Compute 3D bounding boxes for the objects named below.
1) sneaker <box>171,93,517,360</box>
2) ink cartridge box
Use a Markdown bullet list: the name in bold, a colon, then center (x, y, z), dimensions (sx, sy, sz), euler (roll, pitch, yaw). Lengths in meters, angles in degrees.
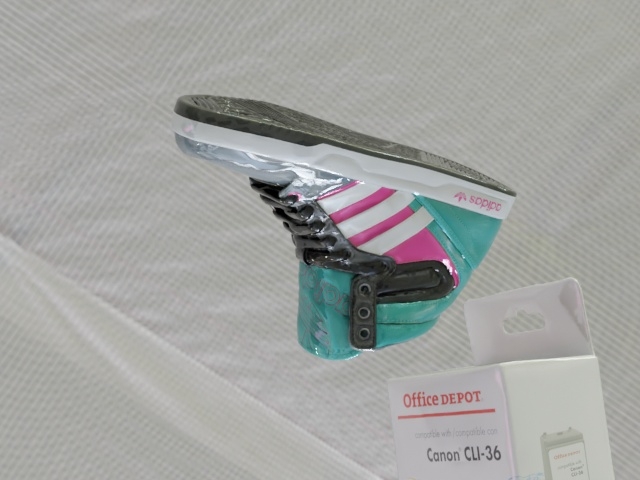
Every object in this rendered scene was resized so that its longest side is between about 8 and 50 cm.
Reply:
- **sneaker**: center (0.000, 0.000, 1.001), dimensions (0.295, 0.124, 0.178), euler (15, -78, -26)
- **ink cartridge box**: center (0.096, 0.125, 0.679), dimensions (0.067, 0.115, 0.198), euler (-2, -99, -29)
